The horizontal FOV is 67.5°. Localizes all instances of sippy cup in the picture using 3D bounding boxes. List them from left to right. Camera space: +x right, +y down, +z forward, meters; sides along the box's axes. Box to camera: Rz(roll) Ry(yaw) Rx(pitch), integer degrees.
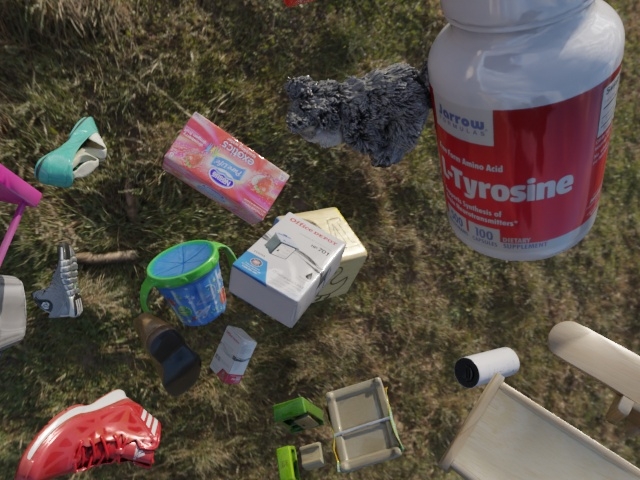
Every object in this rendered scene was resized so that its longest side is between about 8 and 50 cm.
[{"bbox_3d":[-0.420,0.151,1.580,0.305,0.240,0.224,-15,118,-2],"label":"sippy cup"}]

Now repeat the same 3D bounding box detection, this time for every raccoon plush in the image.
[{"bbox_3d":[0.111,-0.372,1.099,0.299,0.216,0.446,16,130,-27],"label":"raccoon plush"}]

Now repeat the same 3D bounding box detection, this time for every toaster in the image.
[{"bbox_3d":[-0.785,0.163,1.123,0.129,0.146,0.227,-6,86,-4],"label":"toaster"}]

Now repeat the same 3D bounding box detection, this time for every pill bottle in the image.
[{"bbox_3d":[0.272,-0.180,0.657,0.229,0.229,0.408,-40,136,-17],"label":"pill bottle"}]

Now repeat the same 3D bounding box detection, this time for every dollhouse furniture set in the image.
[{"bbox_3d":[0.051,0.487,1.197,0.301,0.198,0.151,-19,143,7],"label":"dollhouse furniture set"},{"bbox_3d":[0.270,0.294,0.605,0.303,0.173,0.356,-50,150,-14],"label":"dollhouse furniture set"}]

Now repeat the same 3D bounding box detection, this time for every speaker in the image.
[{"bbox_3d":[0.309,0.234,0.885,0.136,0.055,0.055,0,92,-39],"label":"speaker"}]

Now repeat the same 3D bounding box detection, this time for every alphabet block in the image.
[{"bbox_3d":[-0.021,0.045,1.331,0.197,0.192,0.193,-12,56,-31],"label":"alphabet block"}]

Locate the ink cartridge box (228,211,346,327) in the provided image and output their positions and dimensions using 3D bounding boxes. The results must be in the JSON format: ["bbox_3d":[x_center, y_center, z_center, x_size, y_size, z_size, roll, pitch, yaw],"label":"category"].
[{"bbox_3d":[-0.058,0.049,0.897,0.139,0.082,0.191,28,45,13],"label":"ink cartridge box"}]

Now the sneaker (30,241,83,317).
[{"bbox_3d":[-0.801,0.124,1.429,0.132,0.086,0.229,-8,88,-5],"label":"sneaker"}]

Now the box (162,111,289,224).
[{"bbox_3d":[-0.260,-0.186,1.304,0.300,0.142,0.154,34,76,-15],"label":"box"}]

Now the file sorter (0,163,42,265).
[{"bbox_3d":[-0.450,-0.038,0.414,0.202,0.291,0.182,10,71,6],"label":"file sorter"}]

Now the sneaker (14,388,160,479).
[{"bbox_3d":[-0.314,0.299,0.701,0.128,0.221,0.087,23,104,10],"label":"sneaker"}]

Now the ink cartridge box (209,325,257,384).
[{"bbox_3d":[-0.252,0.329,1.381,0.056,0.099,0.135,22,94,-43],"label":"ink cartridge box"}]

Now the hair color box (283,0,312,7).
[{"bbox_3d":[-0.039,-0.548,0.991,0.093,0.053,0.167,51,41,-8],"label":"hair color box"}]

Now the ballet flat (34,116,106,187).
[{"bbox_3d":[-0.517,-0.186,1.036,0.087,0.247,0.083,20,126,-13],"label":"ballet flat"}]

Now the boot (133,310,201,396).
[{"bbox_3d":[-0.394,0.291,1.236,0.112,0.115,0.305,-38,144,-30],"label":"boot"}]
